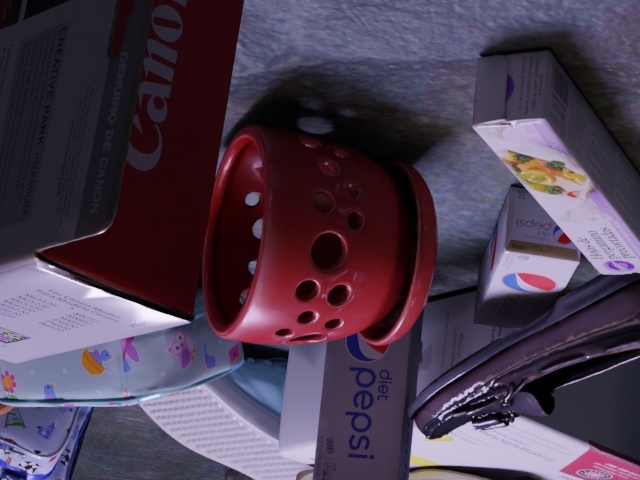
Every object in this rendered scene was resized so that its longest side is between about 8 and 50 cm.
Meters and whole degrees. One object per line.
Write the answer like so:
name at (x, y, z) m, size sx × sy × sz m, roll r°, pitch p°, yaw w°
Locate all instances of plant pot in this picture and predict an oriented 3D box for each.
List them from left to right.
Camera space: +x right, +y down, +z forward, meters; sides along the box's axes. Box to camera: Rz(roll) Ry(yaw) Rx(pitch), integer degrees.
plant pot at (0.000, 0.000, 1.454) m, size 0.174 × 0.191 × 0.191 m, roll 6°, pitch 161°, yaw -21°

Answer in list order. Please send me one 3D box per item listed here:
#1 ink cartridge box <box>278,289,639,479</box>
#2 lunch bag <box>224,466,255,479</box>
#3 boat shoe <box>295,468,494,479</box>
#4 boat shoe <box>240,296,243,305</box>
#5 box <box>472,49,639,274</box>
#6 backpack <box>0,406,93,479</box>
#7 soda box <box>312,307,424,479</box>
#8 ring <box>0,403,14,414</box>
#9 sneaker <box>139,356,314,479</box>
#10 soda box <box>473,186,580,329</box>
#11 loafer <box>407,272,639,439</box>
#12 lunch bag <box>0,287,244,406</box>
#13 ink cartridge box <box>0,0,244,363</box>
ink cartridge box at (0.178, 0.192, 1.904) m, size 0.279 × 0.160 × 0.384 m, roll 24°, pitch 154°, yaw -36°
lunch bag at (0.022, 0.323, 2.192) m, size 0.287 × 0.235 × 0.169 m, roll 6°, pitch 153°, yaw 8°
boat shoe at (0.106, 0.326, 1.909) m, size 0.302 × 0.098 × 0.109 m, roll -1°, pitch 158°, yaw 24°
boat shoe at (-0.113, 0.102, 1.947) m, size 0.048 × 0.042 × 0.133 m, roll 6°, pitch 160°, yaw -1°
box at (0.218, -0.058, 1.383) m, size 0.063 × 0.067 × 0.324 m, roll -3°, pitch 157°, yaw 28°
backpack at (-0.437, 0.235, 2.117) m, size 0.263 × 0.276 × 0.213 m, roll 19°, pitch 125°, yaw -6°
soda box at (0.052, 0.167, 1.711) m, size 0.091 × 0.286 × 0.098 m, roll 2°, pitch 159°, yaw 10°
ring at (-0.500, 0.123, 1.868) m, size 0.336 × 0.032 × 0.336 m, roll 22°, pitch -165°, yaw -6°
sneaker at (-0.089, 0.203, 2.087) m, size 0.366 × 0.150 × 0.135 m, roll 34°, pitch 134°, yaw -2°
soda box at (0.201, 0.022, 1.591) m, size 0.073 × 0.069 × 0.216 m, roll 8°, pitch 158°, yaw 0°
loafer at (0.217, 0.128, 1.592) m, size 0.302 × 0.095 × 0.109 m, roll -36°, pitch 162°, yaw 25°
lunch bag at (-0.238, 0.114, 1.833) m, size 0.279 × 0.108 × 0.224 m, roll -3°, pitch -173°, yaw 26°
ink cartridge box at (-0.147, -0.097, 1.073) m, size 0.130 × 0.310 × 0.271 m, roll 25°, pitch 153°, yaw -38°
